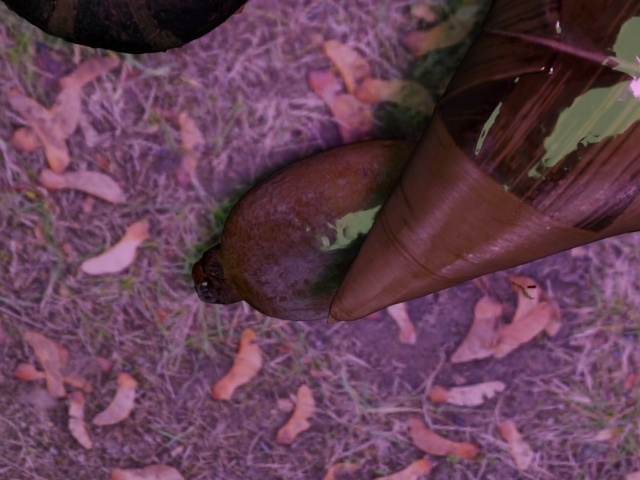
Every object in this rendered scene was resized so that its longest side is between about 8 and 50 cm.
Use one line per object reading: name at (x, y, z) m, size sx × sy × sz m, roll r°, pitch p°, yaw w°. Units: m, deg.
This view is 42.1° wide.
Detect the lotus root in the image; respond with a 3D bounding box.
lotus root at (0.000, 0.000, 0.558) m, size 0.192 × 0.088 × 0.113 m, roll -20°, pitch 117°, yaw 14°

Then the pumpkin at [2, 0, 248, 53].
pumpkin at (-0.115, -0.192, 0.449) m, size 0.190 × 0.146 × 0.190 m, roll 1°, pitch 114°, yaw 3°

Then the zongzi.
zongzi at (0.196, -0.028, 0.471) m, size 0.289 × 0.154 × 0.317 m, roll 28°, pitch 106°, yaw -6°
